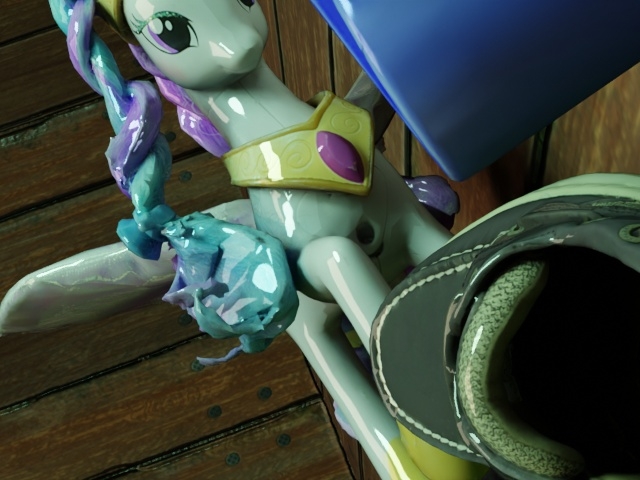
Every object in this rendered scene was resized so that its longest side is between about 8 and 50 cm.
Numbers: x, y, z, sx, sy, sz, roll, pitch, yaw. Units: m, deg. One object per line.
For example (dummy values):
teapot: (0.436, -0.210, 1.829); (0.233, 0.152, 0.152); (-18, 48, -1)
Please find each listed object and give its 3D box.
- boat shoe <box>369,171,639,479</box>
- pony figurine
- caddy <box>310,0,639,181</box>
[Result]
boat shoe: (0.082, 0.033, 0.466); (0.285, 0.092, 0.103); (-3, 96, 62)
pony figurine: (0.000, 0.000, 0.775); (0.363, 0.303, 0.351); (50, 165, 11)
caddy: (0.014, -0.182, 0.379); (0.241, 0.179, 0.341); (48, -174, -47)
